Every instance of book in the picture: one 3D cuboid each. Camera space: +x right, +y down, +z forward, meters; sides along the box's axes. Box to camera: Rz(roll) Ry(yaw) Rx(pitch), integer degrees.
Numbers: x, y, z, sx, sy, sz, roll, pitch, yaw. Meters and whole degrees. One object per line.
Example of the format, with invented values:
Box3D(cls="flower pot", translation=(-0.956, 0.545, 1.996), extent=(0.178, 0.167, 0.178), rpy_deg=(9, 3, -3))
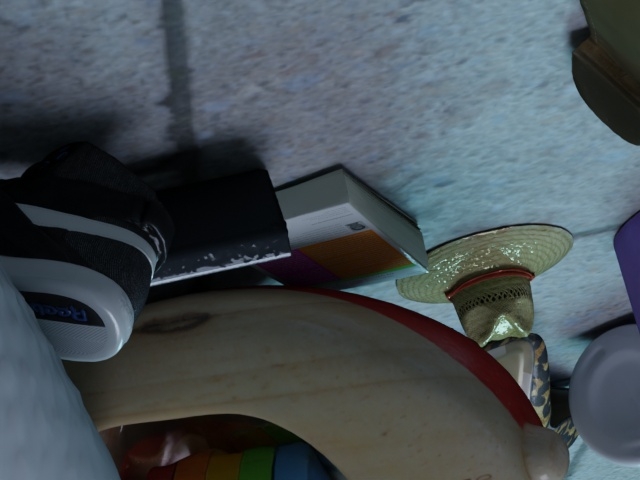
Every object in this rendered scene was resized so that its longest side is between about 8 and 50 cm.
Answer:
Box3D(cls="book", translation=(0.000, 0.000, 1.192), extent=(0.096, 0.035, 0.144), rpy_deg=(-17, 159, 18))

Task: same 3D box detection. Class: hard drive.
Box3D(cls="hard drive", translation=(-0.089, -0.004, 1.059), extent=(0.135, 0.094, 0.022), rpy_deg=(-12, 115, -4))

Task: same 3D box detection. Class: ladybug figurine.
Box3D(cls="ladybug figurine", translation=(-0.021, 0.159, 1.264), extent=(0.449, 0.305, 0.162), rpy_deg=(-7, -158, 35))

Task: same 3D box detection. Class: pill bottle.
Box3D(cls="pill bottle", translation=(0.323, 0.144, 1.632), extent=(0.124, 0.124, 0.221), rpy_deg=(-26, 158, 29))

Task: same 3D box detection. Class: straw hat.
Box3D(cls="straw hat", translation=(0.127, 0.045, 1.345), extent=(0.144, 0.061, 0.144), rpy_deg=(-11, 160, -4))

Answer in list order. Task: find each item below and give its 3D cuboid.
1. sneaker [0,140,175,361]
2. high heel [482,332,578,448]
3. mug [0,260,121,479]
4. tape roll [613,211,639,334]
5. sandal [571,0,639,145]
Box3D(cls="sneaker", translation=(-0.184, -0.009, 0.993), extent=(0.217, 0.121, 0.079), rpy_deg=(15, 133, 11))
Box3D(cls="high heel", translation=(0.195, 0.125, 1.618), extent=(0.186, 0.093, 0.261), rpy_deg=(-29, 155, -30))
Box3D(cls="mug", translation=(-0.308, 0.056, 0.821), extent=(0.374, 0.276, 0.328), rpy_deg=(9, 139, 31))
Box3D(cls="tape roll", translation=(0.318, 0.014, 1.356), extent=(0.189, 0.080, 0.189), rpy_deg=(-12, 160, -5))
Box3D(cls="sandal", translation=(0.185, -0.124, 0.959), extent=(0.079, 0.088, 0.240), rpy_deg=(-44, 169, -8))
